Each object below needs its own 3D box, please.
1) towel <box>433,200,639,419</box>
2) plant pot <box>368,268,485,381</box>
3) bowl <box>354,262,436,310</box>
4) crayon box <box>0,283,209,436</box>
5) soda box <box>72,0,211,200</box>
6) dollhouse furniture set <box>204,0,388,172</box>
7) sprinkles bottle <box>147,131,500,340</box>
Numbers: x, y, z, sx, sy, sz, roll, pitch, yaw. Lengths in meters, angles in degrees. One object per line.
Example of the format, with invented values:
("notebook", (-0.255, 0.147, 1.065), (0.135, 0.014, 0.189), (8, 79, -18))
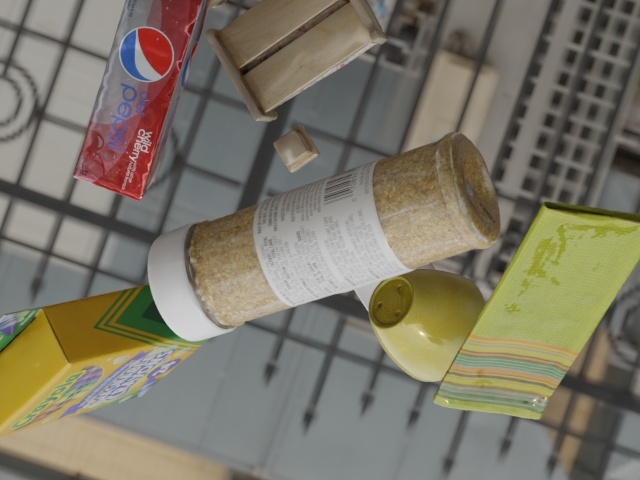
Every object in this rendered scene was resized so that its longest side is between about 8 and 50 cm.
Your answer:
("towel", (0.176, 0.062, 1.223), (0.102, 0.237, 0.021), (6, -135, -19))
("plant pot", (0.111, 0.086, 1.797), (0.095, 0.134, 0.134), (30, 172, -42))
("bowl", (0.097, 0.045, 1.969), (0.142, 0.053, 0.142), (-14, 111, 57))
("crayon box", (-0.294, 0.145, 1.891), (0.323, 0.203, 0.083), (-11, -113, -49))
("soda box", (-0.211, -0.188, 1.846), (0.092, 0.263, 0.083), (20, -161, 0))
("dollhouse furniture set", (0.016, -0.317, 2.013), (0.356, 0.303, 0.174), (61, -163, 7))
("sprinkles bottle", (0.000, 0.000, 1.565), (0.355, 0.121, 0.121), (-19, 162, 24))
